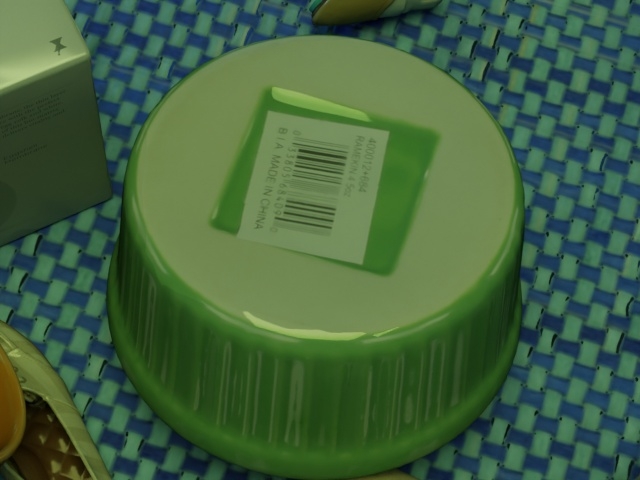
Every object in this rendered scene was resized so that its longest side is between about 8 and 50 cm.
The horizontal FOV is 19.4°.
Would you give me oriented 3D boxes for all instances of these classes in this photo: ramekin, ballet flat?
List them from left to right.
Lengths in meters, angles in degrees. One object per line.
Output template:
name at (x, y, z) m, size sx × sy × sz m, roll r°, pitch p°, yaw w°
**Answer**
ramekin at (0.000, 0.000, 1.307) m, size 0.303 × 0.148 × 0.303 m, roll 2°, pitch 55°, yaw -2°
ballet flat at (0.093, -0.229, 1.480) m, size 0.232 × 0.080 × 0.073 m, roll -43°, pitch 91°, yaw -16°

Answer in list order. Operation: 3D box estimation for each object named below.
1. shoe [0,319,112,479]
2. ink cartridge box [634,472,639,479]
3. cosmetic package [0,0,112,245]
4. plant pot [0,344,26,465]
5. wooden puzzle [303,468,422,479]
shoe at (-0.202, 0.133, 1.324) m, size 0.077 × 0.058 × 0.219 m, roll -33°, pitch 73°, yaw -15°
ink cartridge box at (0.224, 0.267, 1.187) m, size 0.175 × 0.069 × 0.371 m, roll 49°, pitch 52°, yaw 0°
cosmetic package at (-0.280, -0.087, 1.321) m, size 0.224 × 0.224 × 0.138 m, roll -24°, pitch 71°, yaw -12°
plant pot at (-0.333, 0.127, 1.238) m, size 0.188 × 0.205 × 0.205 m, roll -45°, pitch 73°, yaw 19°
wooden puzzle at (0.076, 0.348, 1.244) m, size 0.322 × 0.080 × 0.347 m, roll 25°, pitch 64°, yaw 7°
